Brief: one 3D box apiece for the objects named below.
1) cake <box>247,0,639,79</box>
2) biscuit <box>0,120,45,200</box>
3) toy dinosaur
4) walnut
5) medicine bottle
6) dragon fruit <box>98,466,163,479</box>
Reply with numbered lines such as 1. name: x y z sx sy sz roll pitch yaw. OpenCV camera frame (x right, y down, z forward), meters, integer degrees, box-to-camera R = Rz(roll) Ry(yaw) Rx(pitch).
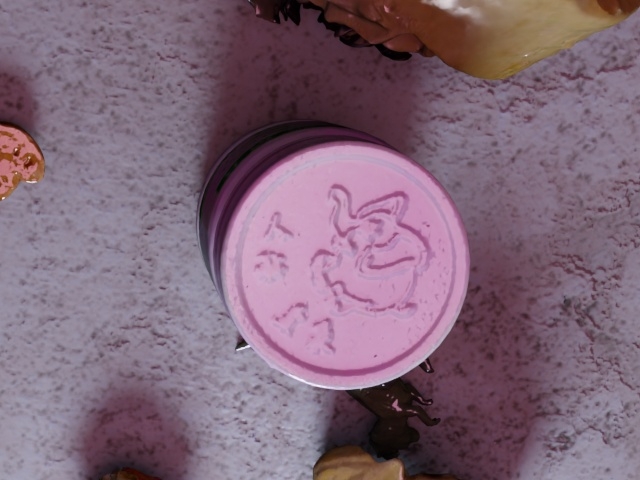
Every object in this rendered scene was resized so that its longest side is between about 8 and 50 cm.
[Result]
1. cake: 0.090 -0.285 1.436 0.321 0.332 0.332 -20 112 36
2. biscuit: -0.400 -0.062 1.513 0.280 0.043 0.183 -7 103 -3
3. toy dinosaur: 0.026 0.161 1.622 0.179 0.087 0.187 -19 106 -5
4. walnut: 0.097 0.300 1.603 0.238 0.204 0.141 25 72 -14
5. medicine bottle: 0.000 0.000 1.436 0.212 0.325 0.212 -1 97 -7
6. dragon fruit: -0.185 0.344 1.635 0.125 0.125 0.246 -8 124 -21
